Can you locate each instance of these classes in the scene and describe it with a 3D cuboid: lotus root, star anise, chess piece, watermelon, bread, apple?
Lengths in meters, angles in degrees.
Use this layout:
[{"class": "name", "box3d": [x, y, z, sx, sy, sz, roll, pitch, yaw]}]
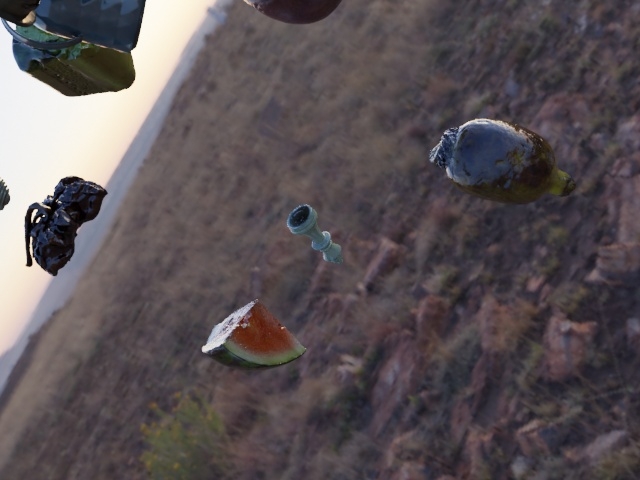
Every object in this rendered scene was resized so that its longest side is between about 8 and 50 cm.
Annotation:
[{"class": "lotus root", "box3d": [0.380, -0.163, 1.826, 0.141, 0.314, 0.169, -7, -67, -79]}, {"class": "star anise", "box3d": [-0.546, -0.041, 1.831, 0.190, 0.126, 0.220, 8, 70, 45]}, {"class": "chess piece", "box3d": [0.000, 0.000, 1.634, 0.059, 0.149, 0.059, -25, 39, 22]}, {"class": "watermelon", "box3d": [-0.139, 0.196, 1.591, 0.145, 0.193, 0.137, -57, -31, -50]}, {"class": "bread", "box3d": [-0.637, -0.500, 2.276, 0.376, 0.251, 0.208, 44, -136, -79]}, {"class": "apple", "box3d": [-0.069, -0.640, 1.971, 0.235, 0.306, 0.305, -47, 18, 39]}]

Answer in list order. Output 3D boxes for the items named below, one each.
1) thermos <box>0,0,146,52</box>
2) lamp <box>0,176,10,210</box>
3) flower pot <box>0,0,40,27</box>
[{"class": "thermos", "box3d": [-0.494, -0.452, 1.710, 0.145, 0.287, 0.182, 145, 132, -67]}, {"class": "lamp", "box3d": [-0.887, -0.130, 2.226, 0.106, 0.193, 0.106, -161, 90, -75]}, {"class": "flower pot", "box3d": [-0.485, -0.485, 1.408, 0.203, 0.212, 0.212, -38, 20, 17]}]
